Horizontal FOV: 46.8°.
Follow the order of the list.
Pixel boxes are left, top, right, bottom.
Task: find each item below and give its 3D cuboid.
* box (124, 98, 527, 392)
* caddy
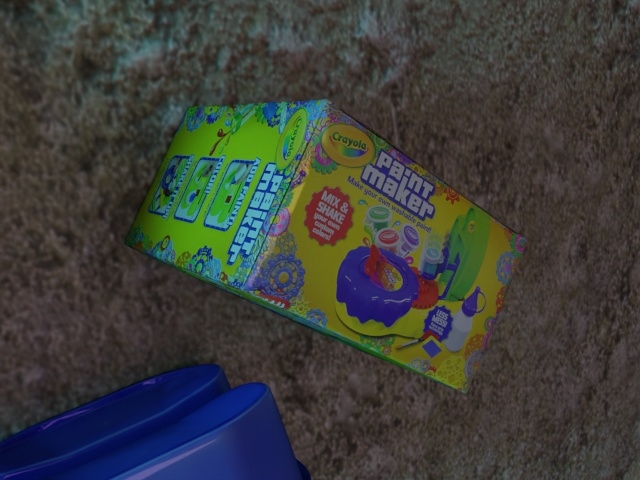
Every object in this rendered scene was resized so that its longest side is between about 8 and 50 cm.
[{"bbox_3d":[0.000,0.000,0.778,0.290,0.279,0.177,29,80,-33],"label":"box"},{"bbox_3d":[-0.173,0.262,0.726,0.341,0.241,0.179,-19,101,-30],"label":"caddy"}]
